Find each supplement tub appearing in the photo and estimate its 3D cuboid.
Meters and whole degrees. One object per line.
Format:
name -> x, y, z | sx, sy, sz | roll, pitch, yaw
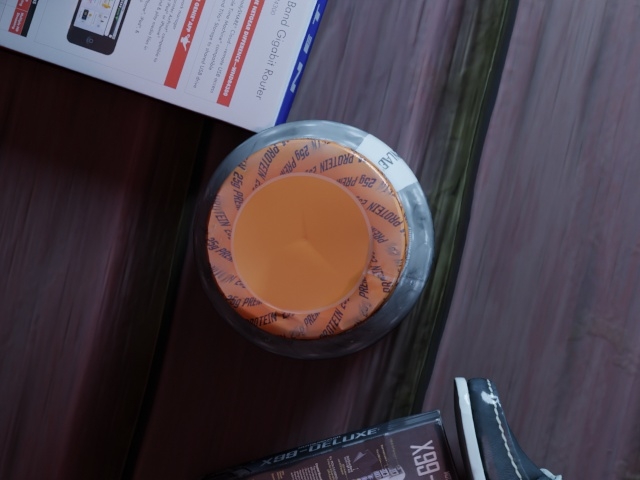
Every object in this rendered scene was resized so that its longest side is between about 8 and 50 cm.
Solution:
supplement tub -> 0.000, 0.000, 1.394 | 0.194, 0.316, 0.193 | 0, 90, 4

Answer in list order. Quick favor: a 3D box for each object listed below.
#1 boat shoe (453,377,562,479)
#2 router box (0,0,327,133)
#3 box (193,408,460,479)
boat shoe -> 0.191, 0.258, 1.488 | 0.091, 0.114, 0.302 | -15, 101, 5
router box -> -0.128, -0.293, 1.520 | 0.301, 0.082, 0.335 | 20, 91, 4
box -> 0.036, 0.333, 1.510 | 0.243, 0.076, 0.307 | -17, 89, 4
